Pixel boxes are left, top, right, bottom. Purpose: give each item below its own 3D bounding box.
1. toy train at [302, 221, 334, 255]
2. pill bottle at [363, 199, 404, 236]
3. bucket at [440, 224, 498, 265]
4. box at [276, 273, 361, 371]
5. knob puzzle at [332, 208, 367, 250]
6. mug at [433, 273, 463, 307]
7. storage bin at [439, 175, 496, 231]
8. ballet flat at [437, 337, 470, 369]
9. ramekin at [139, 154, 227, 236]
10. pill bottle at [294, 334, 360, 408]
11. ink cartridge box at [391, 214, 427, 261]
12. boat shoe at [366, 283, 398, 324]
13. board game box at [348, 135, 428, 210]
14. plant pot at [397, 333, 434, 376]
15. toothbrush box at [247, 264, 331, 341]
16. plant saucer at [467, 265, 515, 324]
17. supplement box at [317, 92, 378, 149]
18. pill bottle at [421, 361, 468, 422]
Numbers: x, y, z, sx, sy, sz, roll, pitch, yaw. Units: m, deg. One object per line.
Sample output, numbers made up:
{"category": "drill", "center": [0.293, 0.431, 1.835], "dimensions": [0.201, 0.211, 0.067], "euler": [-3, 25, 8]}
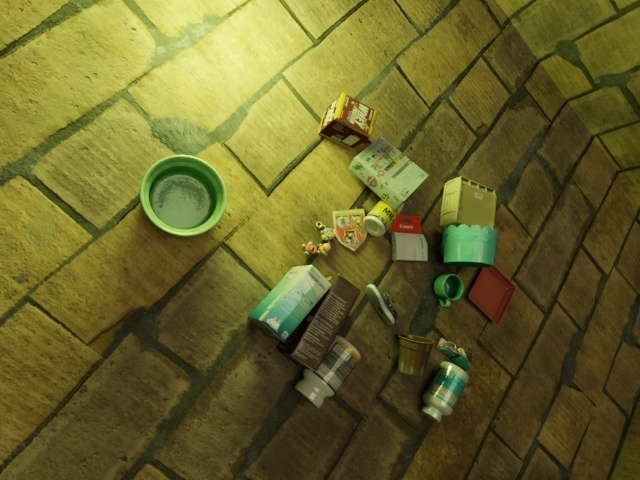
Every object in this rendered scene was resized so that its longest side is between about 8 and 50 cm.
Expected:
{"category": "toy train", "center": [0.000, 0.000, 1.795], "dimensions": [0.125, 0.046, 0.166], "euler": [30, 72, -19]}
{"category": "pill bottle", "center": [0.304, -0.125, 1.905], "dimensions": [0.119, 0.119, 0.208], "euler": [49, 59, -12]}
{"category": "bucket", "center": [0.744, 0.034, 2.015], "dimensions": [0.281, 0.281, 0.182], "euler": [10, 81, -23]}
{"category": "box", "center": [-0.007, 0.332, 1.671], "dimensions": [0.143, 0.191, 0.381], "euler": [39, 69, -15]}
{"category": "knob puzzle", "center": [0.147, -0.049, 1.878], "dimensions": [0.213, 0.030, 0.213], "euler": [3, 82, -25]}
{"category": "mug", "center": [0.632, 0.245, 2.026], "dimensions": [0.158, 0.097, 0.129], "euler": [-41, 101, -23]}
{"category": "storage bin", "center": [0.792, -0.176, 2.140], "dimensions": [0.263, 0.123, 0.260], "euler": [16, 76, -22]}
{"category": "ballet flat", "center": [0.682, 0.567, 2.029], "dimensions": [0.222, 0.077, 0.079], "euler": [38, 50, -15]}
{"category": "ramekin", "center": [-0.521, -0.156, 1.520], "dimensions": [0.304, 0.148, 0.303], "euler": [3, 82, -24]}
{"category": "pill bottle", "center": [0.029, 0.546, 1.677], "dimensions": [0.162, 0.162, 0.278], "euler": [47, 68, -12]}
{"category": "ink cartridge box", "center": [0.442, -0.012, 1.997], "dimensions": [0.189, 0.066, 0.232], "euler": [3, 86, -24]}
{"category": "boat shoe", "center": [0.296, 0.288, 1.879], "dimensions": [0.076, 0.080, 0.228], "euler": [-39, 101, -30]}
{"category": "board game box", "center": [0.320, -0.322, 1.889], "dimensions": [0.303, 0.097, 0.224], "euler": [43, 59, 7]}
{"category": "plant pot", "center": [0.435, 0.538, 1.873], "dimensions": [0.167, 0.167, 0.165], "euler": [11, 88, -23]}
{"category": "toothbrush box", "center": [-0.128, 0.245, 1.613], "dimensions": [0.126, 0.216, 0.295], "euler": [46, 67, -13]}
{"category": "plant saucer", "center": [0.924, 0.282, 2.183], "dimensions": [0.259, 0.048, 0.258], "euler": [41, 69, -14]}
{"category": "supplement box", "center": [0.123, -0.540, 1.838], "dimensions": [0.192, 0.194, 0.129], "euler": [21, 75, -21]}
{"category": "pill bottle", "center": [0.588, 0.728, 1.918], "dimensions": [0.146, 0.146, 0.264], "euler": [43, 69, -14]}
